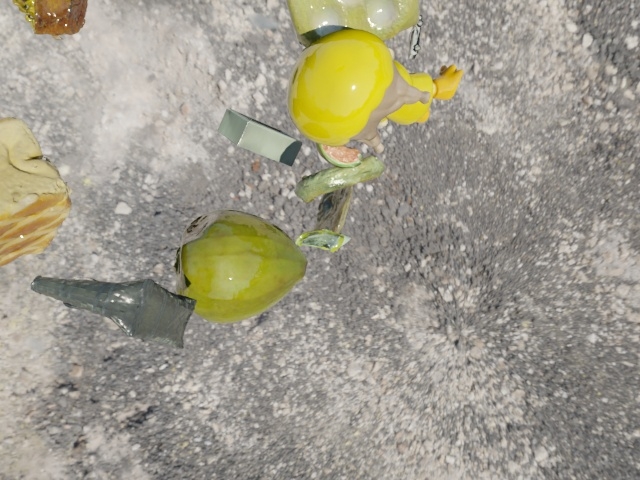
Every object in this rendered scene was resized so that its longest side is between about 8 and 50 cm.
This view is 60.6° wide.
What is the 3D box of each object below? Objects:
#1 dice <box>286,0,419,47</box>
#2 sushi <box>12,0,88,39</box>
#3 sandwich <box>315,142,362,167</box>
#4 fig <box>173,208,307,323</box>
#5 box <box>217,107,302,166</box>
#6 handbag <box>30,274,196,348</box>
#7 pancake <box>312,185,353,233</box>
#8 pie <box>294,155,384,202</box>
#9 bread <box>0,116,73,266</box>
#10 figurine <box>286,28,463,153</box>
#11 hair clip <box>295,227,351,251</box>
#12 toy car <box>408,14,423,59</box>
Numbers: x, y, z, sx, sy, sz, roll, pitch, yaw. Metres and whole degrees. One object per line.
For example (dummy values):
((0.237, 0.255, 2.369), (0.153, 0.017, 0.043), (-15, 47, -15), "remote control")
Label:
((0.055, -0.501, 1.027), (0.233, 0.238, 0.226), (-8, 122, 9), "dice")
((-0.737, -0.678, 1.498), (0.179, 0.167, 0.296), (10, 78, -8), "sushi")
((0.035, -0.207, 1.260), (0.135, 0.029, 0.067), (33, 85, -21), "sandwich")
((-0.160, 0.053, 1.120), (0.271, 0.239, 0.239), (2, 80, -11), "fig")
((-0.185, -0.319, 1.692), (0.129, 0.225, 0.086), (38, 107, 41), "box")
((-0.316, 0.106, 0.883), (0.175, 0.270, 0.088), (11, 76, 13), "handbag")
((0.043, -0.095, 1.813), (0.222, 0.042, 0.236), (-46, 29, 36), "pancake")
((0.053, -0.182, 1.581), (0.277, 0.277, 0.078), (-19, 95, 10), "pie")
((-0.878, -0.077, 1.370), (0.279, 0.390, 0.371), (49, 125, 0), "bread")
((0.101, -0.275, 1.009), (0.187, 0.344, 0.215), (58, 139, 28), "figurine")
((0.000, 0.000, 1.371), (0.060, 0.188, 0.033), (-52, 57, 24), "hair clip")
((0.199, -0.430, 1.155), (0.025, 0.041, 0.093), (6, 90, -1), "toy car")
